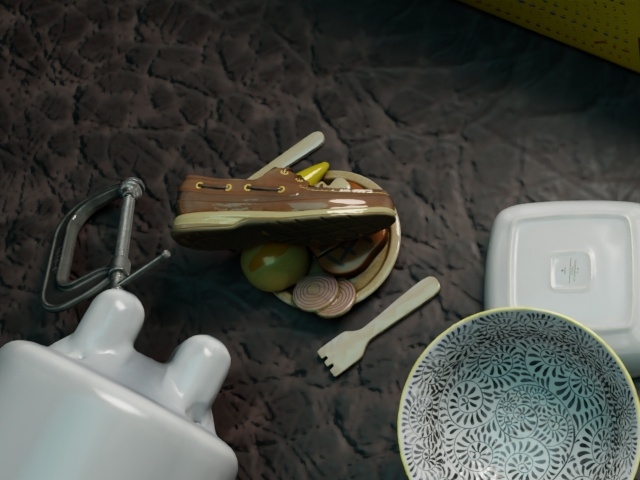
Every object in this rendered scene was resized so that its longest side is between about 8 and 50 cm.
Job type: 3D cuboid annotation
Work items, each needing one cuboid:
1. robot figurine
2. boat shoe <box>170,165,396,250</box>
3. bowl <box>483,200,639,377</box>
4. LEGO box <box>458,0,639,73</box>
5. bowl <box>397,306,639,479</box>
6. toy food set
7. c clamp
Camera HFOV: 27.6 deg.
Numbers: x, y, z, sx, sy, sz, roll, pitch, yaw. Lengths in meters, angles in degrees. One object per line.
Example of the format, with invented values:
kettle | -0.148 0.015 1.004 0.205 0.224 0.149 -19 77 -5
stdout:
robot figurine | -0.192 0.212 0.943 0.300 0.200 0.353 29 78 -2
boat shoe | -0.030 -0.031 1.024 0.178 0.064 0.060 -3 71 8
bowl | 0.191 0.032 0.987 0.142 0.053 0.142 -1 71 16
LEGO box | 0.223 -0.372 1.053 0.500 0.193 0.372 28 79 23
bowl | 0.146 0.134 0.937 0.170 0.080 0.170 -1 84 15
toy food set | 0.000 0.000 1.059 0.132 0.038 0.192 -38 65 -1
c clamp | -0.175 0.001 1.078 0.137 0.022 0.160 -33 35 17
